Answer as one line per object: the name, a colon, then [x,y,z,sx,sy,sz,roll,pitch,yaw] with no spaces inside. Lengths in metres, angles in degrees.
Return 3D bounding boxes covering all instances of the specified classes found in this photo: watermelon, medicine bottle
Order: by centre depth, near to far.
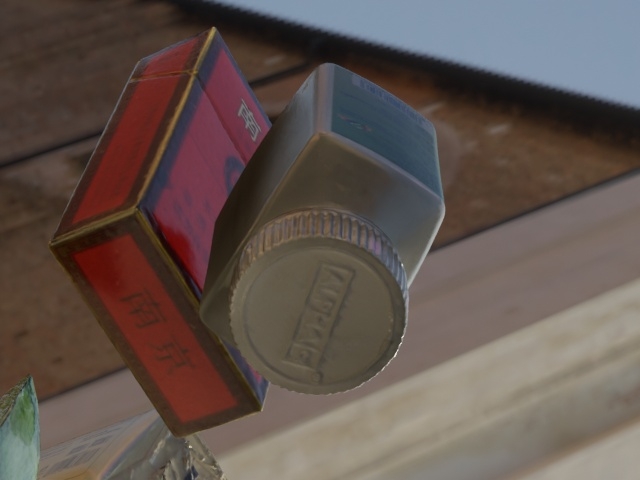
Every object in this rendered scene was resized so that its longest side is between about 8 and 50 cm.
watermelon: [-0.205,0.141,0.925,0.094,0.180,0.081,19,-47,42]
medicine bottle: [0.000,0.000,0.932,0.132,0.088,0.188,-55,-168,20]

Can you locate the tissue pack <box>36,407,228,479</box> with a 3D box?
tissue pack: [-0.200,0.232,1.364,0.234,0.159,0.125,-23,-79,25]

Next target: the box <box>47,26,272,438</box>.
box: [-0.077,-0.011,1.104,0.153,0.074,0.240,56,23,-23]
